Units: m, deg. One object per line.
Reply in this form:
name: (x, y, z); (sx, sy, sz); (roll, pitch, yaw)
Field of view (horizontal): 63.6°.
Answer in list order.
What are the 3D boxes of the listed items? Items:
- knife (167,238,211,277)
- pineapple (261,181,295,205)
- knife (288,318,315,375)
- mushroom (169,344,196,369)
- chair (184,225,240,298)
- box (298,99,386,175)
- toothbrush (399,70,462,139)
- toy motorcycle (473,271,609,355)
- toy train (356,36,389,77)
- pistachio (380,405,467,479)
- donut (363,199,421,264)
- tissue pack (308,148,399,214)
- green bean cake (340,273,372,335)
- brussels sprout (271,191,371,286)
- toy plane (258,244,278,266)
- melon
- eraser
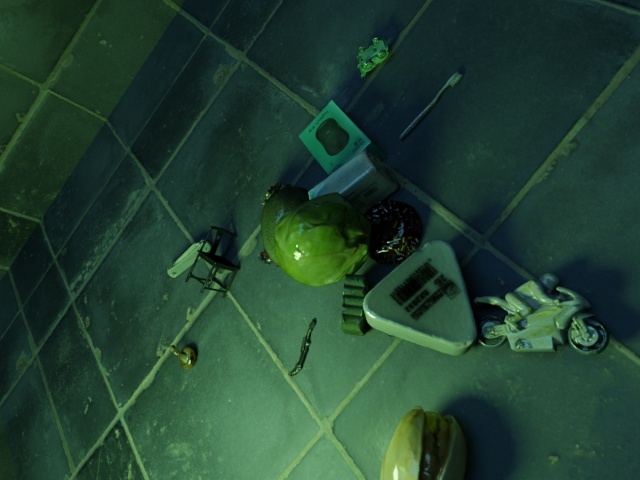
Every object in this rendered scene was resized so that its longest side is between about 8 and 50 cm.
knife: (-0.596, 0.079, 2.330); (0.265, 0.073, 0.041); (-38, 47, 22)
pineapple: (-0.171, -0.164, 2.063); (0.175, 0.136, 0.162); (7, 78, 38)
knife: (-0.061, 0.391, 1.863); (0.045, 0.021, 0.222); (21, 88, 42)
mushroom: (-0.573, 0.476, 2.166); (0.129, 0.073, 0.088); (44, 120, 4)
chair: (-0.431, 0.090, 2.159); (0.141, 0.154, 0.260); (28, 94, 38)
box: (0.076, -0.363, 1.967); (0.205, 0.118, 0.311); (-46, 53, 16)
toothbrush: (0.390, -0.474, 1.837); (0.307, 0.025, 0.030); (-48, 61, 12)
toy motorcycle: (0.588, 0.196, 1.405); (0.340, 0.107, 0.223); (-6, 70, 33)
toy train: (0.204, -0.720, 2.030); (0.149, 0.081, 0.099); (-27, 60, 20)
pistachio: (0.278, 0.623, 1.421); (0.229, 0.229, 0.309); (6, 73, 37)
donut: (0.229, -0.036, 1.760); (0.234, 0.089, 0.235); (-14, 65, 31)
tissue pack: (0.115, -0.177, 1.821); (0.271, 0.201, 0.124); (-35, 61, 22)
green bean cake: (0.116, 0.213, 1.690); (0.094, 0.185, 0.184); (4, 73, 12)
brussels sprout: (0.000, 0.000, 1.691); (0.328, 0.328, 0.247); (-47, 47, 13)
toy plane: (-0.201, 0.071, 2.068); (0.145, 0.037, 0.060); (32, 83, 43)
melon: (-0.101, -0.044, 1.907); (0.237, 0.237, 0.302); (-6, 83, 34)
eraser: (0.319, 0.152, 1.544); (0.330, 0.150, 0.332); (-4, 63, 7)
